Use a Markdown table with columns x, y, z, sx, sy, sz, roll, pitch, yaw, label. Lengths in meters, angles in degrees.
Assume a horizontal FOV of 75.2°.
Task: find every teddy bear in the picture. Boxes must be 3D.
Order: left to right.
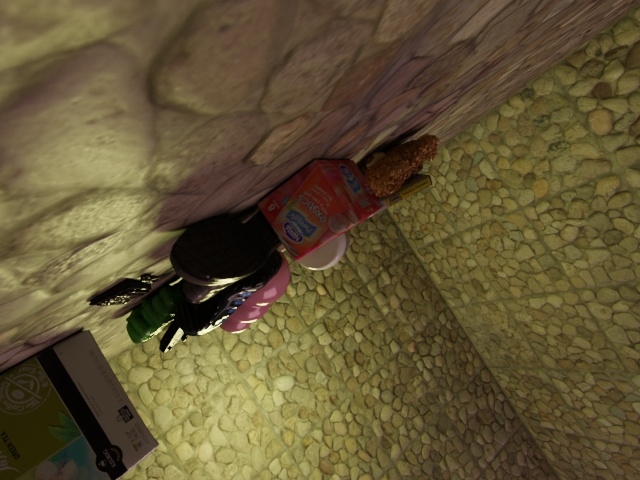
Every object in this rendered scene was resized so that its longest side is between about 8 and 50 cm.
| x | y | z | sx | sy | sz | roll | pitch | yaw | label |
| --- | --- | --- | --- | --- | --- | --- | --- | --- | --- |
| 0.226 | -0.239 | 1.228 | 0.337 | 0.113 | 0.245 | -33 | -163 | -29 | teddy bear |

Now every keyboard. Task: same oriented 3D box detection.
| x | y | z | sx | sy | sz | roll | pitch | yaw | label |
| --- | --- | --- | --- | --- | --- | --- | --- | --- | --- |
| -0.374 | 0.100 | 0.822 | 0.108 | 0.023 | 0.180 | -33 | 180 | -13 | keyboard |

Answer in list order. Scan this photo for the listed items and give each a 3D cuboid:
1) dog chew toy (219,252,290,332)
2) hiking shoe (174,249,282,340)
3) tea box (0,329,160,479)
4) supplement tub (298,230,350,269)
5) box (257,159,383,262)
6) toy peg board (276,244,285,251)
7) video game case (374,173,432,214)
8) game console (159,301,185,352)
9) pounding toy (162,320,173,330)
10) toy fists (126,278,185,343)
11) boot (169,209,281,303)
| x | y | z | sx | sy | sz | roll | pitch | yaw | label |
| --- | --- | --- | --- | --- | --- | --- | --- | --- | --- |
| -0.235 | 0.163 | 1.318 | 0.332 | 0.206 | 0.206 | -56 | 169 | 26 | dog chew toy |
| -0.226 | 0.118 | 1.023 | 0.304 | 0.113 | 0.132 | -36 | 170 | -29 | hiking shoe |
| -0.615 | 0.440 | 0.950 | 0.323 | 0.329 | 0.220 | -33 | 180 | -38 | tea box |
| 0.000 | 0.000 | 1.777 | 0.235 | 0.236 | 0.325 | -33 | 179 | 10 | supplement tub |
| 0.015 | -0.077 | 0.908 | 0.154 | 0.142 | 0.300 | -33 | 179 | 22 | box |
| -0.080 | -0.063 | 1.242 | 0.161 | 0.079 | 0.161 | -33 | 164 | -34 | toy peg board |
| 0.164 | -0.155 | 1.300 | 0.248 | 0.035 | 0.274 | -28 | -156 | -18 | video game case |
| -0.311 | 0.145 | 1.107 | 0.362 | 0.043 | 0.213 | -54 | 170 | 15 | game console |
| -0.518 | 0.233 | 1.393 | 0.141 | 0.100 | 0.130 | -45 | -173 | -35 | pounding toy |
| -0.457 | 0.200 | 1.173 | 0.279 | 0.096 | 0.142 | -35 | -172 | 35 | toy fists |
| -0.198 | 0.057 | 0.791 | 0.222 | 0.118 | 0.338 | -39 | 174 | 23 | boot |
